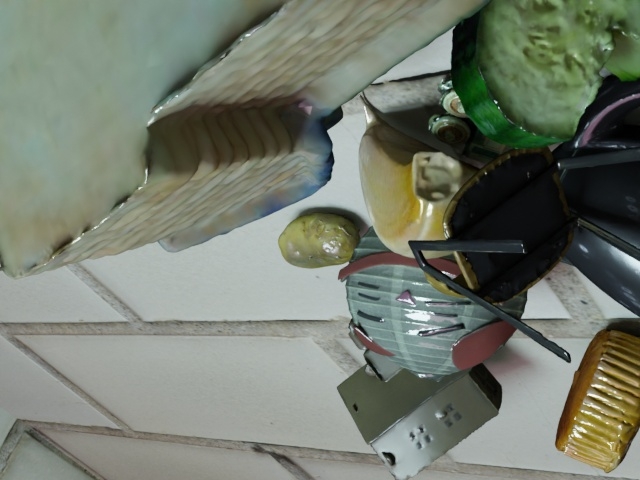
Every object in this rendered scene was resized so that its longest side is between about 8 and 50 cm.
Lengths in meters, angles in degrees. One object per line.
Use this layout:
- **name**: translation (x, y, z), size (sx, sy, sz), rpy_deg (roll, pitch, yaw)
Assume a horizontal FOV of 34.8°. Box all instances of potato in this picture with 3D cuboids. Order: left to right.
- **potato**: translation (0.000, 0.000, 1.505), size (0.137, 0.070, 0.091), rpy_deg (-4, 141, 42)

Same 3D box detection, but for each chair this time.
- **chair**: translation (0.197, -0.001, 1.015), size (0.247, 0.158, 0.172), rpy_deg (25, 145, 55)

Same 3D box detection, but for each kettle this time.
- **kettle**: translation (0.376, -0.043, 1.084), size (0.290, 0.207, 0.268), rpy_deg (30, 126, 18)

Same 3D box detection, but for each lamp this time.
- **lamp**: translation (0.151, 0.066, 1.330), size (0.265, 0.233, 0.233), rpy_deg (0, 142, 39)

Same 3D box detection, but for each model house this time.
- **model house**: translation (-0.099, -0.239, 0.938), size (0.445, 0.400, 0.395), rpy_deg (-33, 76, 34)
- **model house**: translation (0.139, 0.206, 1.633), size (0.211, 0.204, 0.243), rpy_deg (-39, 92, 12)

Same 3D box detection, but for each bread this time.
- **bread**: translation (0.401, 0.222, 1.445), size (0.104, 0.199, 0.199), rpy_deg (22, 150, 13)

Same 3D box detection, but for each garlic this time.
- **garlic**: translation (0.114, -0.070, 1.193), size (0.164, 0.145, 0.245), rpy_deg (62, 174, -30)

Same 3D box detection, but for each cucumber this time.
- **cucumber**: translation (0.208, -0.186, 0.936), size (0.191, 0.191, 0.130), rpy_deg (26, 172, -2)

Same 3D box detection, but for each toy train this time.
- **toy train**: translation (0.194, -0.161, 1.116), size (0.125, 0.081, 0.194), rpy_deg (15, 150, -2)
